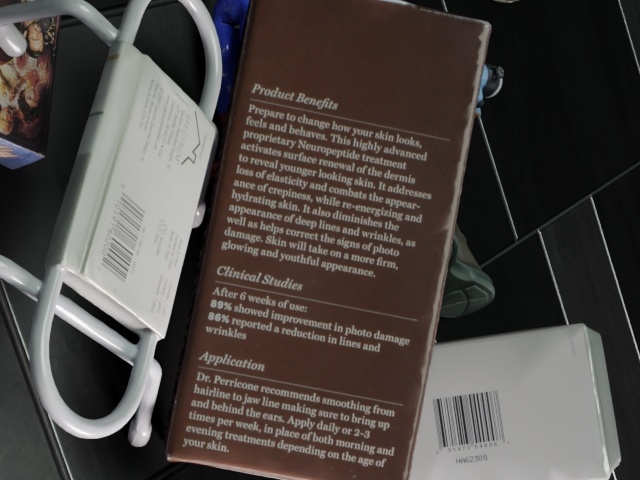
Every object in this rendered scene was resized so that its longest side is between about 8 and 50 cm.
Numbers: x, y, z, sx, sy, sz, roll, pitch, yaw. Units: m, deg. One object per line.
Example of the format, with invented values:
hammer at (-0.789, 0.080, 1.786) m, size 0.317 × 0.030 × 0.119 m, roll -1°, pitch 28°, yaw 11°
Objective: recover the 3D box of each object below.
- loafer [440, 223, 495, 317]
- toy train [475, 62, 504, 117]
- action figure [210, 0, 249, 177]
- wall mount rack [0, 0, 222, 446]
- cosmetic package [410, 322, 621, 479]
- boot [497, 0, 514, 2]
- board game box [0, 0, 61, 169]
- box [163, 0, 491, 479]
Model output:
loafer at (0.101, 0.002, 1.430) m, size 0.267 × 0.096 × 0.084 m, roll 43°, pitch 29°, yaw -58°
toy train at (0.122, -0.177, 1.504) m, size 0.184 × 0.105 × 0.080 m, roll 12°, pitch 70°, yaw -51°
action figure at (-0.090, -0.206, 1.237) m, size 0.139 × 0.091 × 0.280 m, roll 23°, pitch 61°, yaw -59°
wall mount rack at (-0.148, -0.005, 1.028) m, size 0.304 × 0.130 × 0.350 m, roll 45°, pitch 49°, yaw -48°
cosmetic package at (0.148, 0.158, 1.278) m, size 0.225 × 0.224 × 0.138 m, roll 25°, pitch 56°, yaw -74°
boot at (0.191, -0.414, 1.713) m, size 0.190 × 0.076 × 0.208 m, roll 20°, pitch 70°, yaw -47°
board game box at (-0.292, -0.168, 1.000) m, size 0.243 × 0.042 × 0.165 m, roll 24°, pitch 61°, yaw -48°
box at (0.000, 0.000, 1.119) m, size 0.191 × 0.143 × 0.381 m, roll 12°, pitch 85°, yaw -6°
